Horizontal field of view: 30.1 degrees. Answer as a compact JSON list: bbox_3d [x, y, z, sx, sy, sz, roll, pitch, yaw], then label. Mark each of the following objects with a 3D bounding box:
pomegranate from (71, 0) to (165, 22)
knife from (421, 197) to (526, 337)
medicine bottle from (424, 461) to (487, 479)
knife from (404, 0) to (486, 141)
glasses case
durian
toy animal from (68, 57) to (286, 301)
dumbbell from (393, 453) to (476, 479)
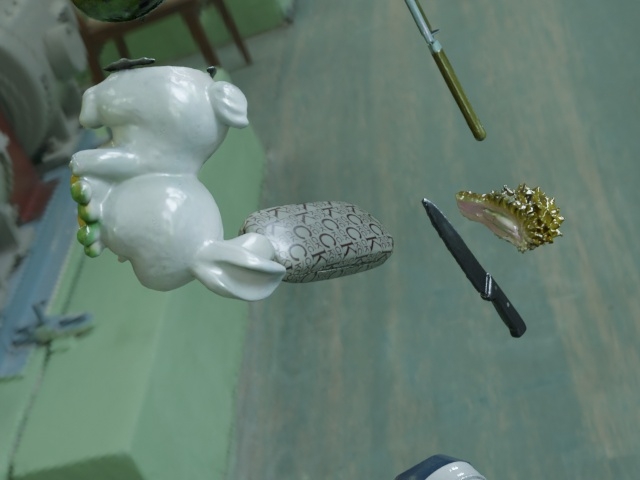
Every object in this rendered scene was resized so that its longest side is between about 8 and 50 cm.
[{"bbox_3d":[-0.203,-0.284,1.149,0.122,0.161,0.122,-25,22,11],"label":"pomegranate"},{"bbox_3d":[0.117,0.024,0.894,0.010,0.170,0.023,-10,46,34],"label":"knife"},{"bbox_3d":[0.123,0.216,0.799,0.079,0.079,0.140,-30,46,-17],"label":"medicine bottle"},{"bbox_3d":[0.149,-0.287,1.626,0.027,0.343,0.061,-26,11,12],"label":"knife"},{"bbox_3d":[0.000,0.000,2.021,0.137,0.085,0.354,48,30,22],"label":"glasses case"},{"bbox_3d":[0.322,-0.063,2.079,0.224,0.078,0.140,22,53,35],"label":"durian"},{"bbox_3d":[-0.182,-0.064,1.494,0.247,0.310,0.183,-7,-7,-4],"label":"toy animal"},{"bbox_3d":[0.218,0.471,1.712,0.144,0.325,0.160,-22,17,34],"label":"dumbbell"}]
